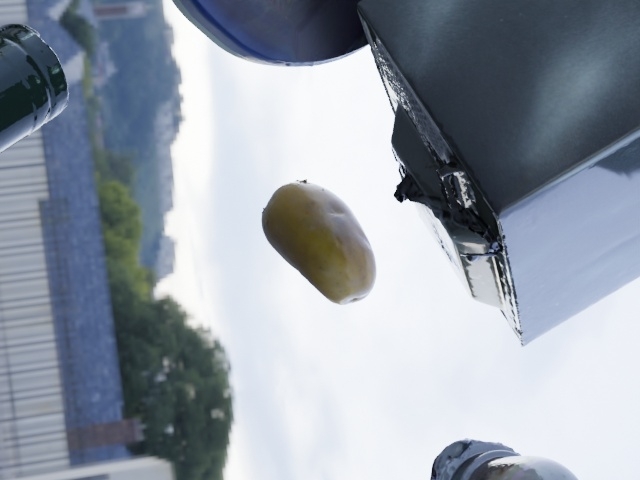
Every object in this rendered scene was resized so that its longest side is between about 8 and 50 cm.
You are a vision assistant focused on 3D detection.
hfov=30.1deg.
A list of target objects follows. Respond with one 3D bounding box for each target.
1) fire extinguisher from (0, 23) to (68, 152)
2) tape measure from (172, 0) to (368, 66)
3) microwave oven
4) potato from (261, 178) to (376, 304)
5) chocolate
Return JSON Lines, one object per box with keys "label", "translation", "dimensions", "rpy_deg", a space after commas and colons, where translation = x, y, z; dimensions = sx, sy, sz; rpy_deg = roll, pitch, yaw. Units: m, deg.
{"label": "fire extinguisher", "translation": [-0.339, -0.074, 0.985], "dimensions": [0.114, 0.311, 0.095], "rpy_deg": [33, -45, 15]}
{"label": "tape measure", "translation": [-0.023, -0.294, 1.134], "dimensions": [0.262, 0.259, 0.138], "rpy_deg": [-49, -162, 3]}
{"label": "microwave oven", "translation": [0.244, -0.113, 1.133], "dimensions": [0.236, 0.374, 0.432], "rpy_deg": [59, 0, 22]}
{"label": "potato", "translation": [0.000, 0.000, 1.848], "dimensions": [0.234, 0.150, 0.146], "rpy_deg": [42, -63, 34]}
{"label": "chocolate", "translation": [0.241, 0.318, 1.406], "dimensions": [0.147, 0.221, 0.221], "rpy_deg": [-39, -124, 48]}
